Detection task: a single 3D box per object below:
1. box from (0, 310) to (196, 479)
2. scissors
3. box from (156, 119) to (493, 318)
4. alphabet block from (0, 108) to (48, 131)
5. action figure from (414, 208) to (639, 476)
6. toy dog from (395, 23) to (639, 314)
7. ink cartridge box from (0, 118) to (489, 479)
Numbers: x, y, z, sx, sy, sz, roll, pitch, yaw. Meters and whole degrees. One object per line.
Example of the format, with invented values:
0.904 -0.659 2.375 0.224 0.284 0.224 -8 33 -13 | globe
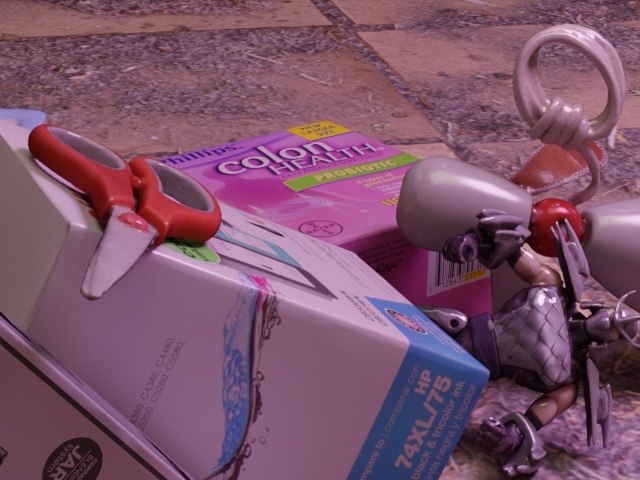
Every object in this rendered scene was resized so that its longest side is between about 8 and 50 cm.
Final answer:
-0.142 0.144 0.754 0.169 0.290 0.087 -48 38 -10 | box
-0.080 -0.006 0.797 0.109 0.021 0.297 24 9 -20 | scissors
0.000 0.000 1.404 0.213 0.117 0.243 -16 27 -37 | box
-0.303 0.020 1.227 0.192 0.197 0.193 3 22 2 | alphabet block
0.094 0.079 1.175 0.285 0.185 0.099 -9 -19 7 | action figure
0.228 -0.004 1.305 0.333 0.220 0.161 35 0 -6 | toy dog
-0.091 0.084 0.952 0.270 0.197 0.198 21 11 -30 | ink cartridge box
